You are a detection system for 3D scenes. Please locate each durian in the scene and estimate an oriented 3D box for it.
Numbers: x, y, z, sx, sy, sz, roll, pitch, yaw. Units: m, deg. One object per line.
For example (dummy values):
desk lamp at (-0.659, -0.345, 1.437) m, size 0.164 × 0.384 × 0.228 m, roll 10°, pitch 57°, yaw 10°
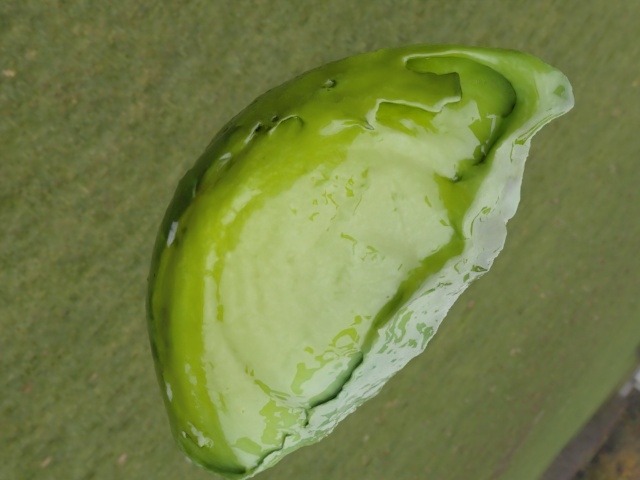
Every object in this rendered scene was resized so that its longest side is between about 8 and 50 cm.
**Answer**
durian at (0.000, 0.000, 0.519) m, size 0.250 × 0.139 × 0.101 m, roll -58°, pitch -178°, yaw 14°
